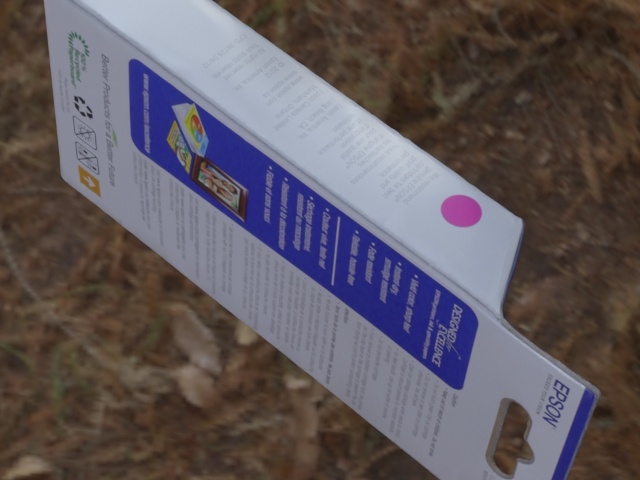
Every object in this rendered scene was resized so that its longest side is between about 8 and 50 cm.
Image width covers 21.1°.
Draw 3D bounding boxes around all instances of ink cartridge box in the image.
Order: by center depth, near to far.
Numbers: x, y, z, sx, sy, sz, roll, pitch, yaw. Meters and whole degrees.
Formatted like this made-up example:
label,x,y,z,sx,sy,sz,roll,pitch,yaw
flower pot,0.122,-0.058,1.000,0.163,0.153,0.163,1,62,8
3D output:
label,x,y,z,sx,sy,sz,roll,pitch,yaw
ink cartridge box,0.000,0.000,0.920,0.371,0.176,0.069,39,61,21
